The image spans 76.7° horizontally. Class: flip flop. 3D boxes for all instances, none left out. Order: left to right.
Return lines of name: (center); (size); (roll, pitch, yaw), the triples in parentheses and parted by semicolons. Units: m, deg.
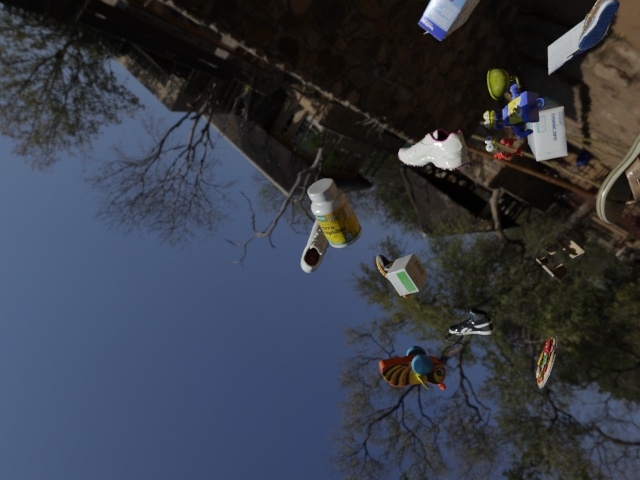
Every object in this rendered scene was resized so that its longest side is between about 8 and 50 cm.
flip flop: (0.735, -0.153, 0.922); (0.112, 0.277, 0.080); (-4, -142, -28)

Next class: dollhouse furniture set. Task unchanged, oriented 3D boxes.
dollhouse furniture set: (0.974, 0.058, 1.652); (0.123, 0.151, 0.144); (21, -150, -44)

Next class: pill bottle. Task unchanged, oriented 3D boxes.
pill bottle: (0.042, -0.088, 1.274); (0.208, 0.118, 0.117); (62, -177, -33)

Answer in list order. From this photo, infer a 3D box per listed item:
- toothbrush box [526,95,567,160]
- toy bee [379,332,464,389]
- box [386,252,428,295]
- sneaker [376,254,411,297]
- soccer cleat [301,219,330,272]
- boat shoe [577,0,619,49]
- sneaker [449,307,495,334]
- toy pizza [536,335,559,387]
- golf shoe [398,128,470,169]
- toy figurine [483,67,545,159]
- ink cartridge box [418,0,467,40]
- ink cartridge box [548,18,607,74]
toothbrush box: (1.015, -0.512, 1.831); (0.295, 0.126, 0.216); (-59, -45, -57)
toy bee: (0.363, 0.452, 1.389); (0.162, 0.298, 0.195); (70, -159, -6)
box: (0.308, 0.121, 1.432); (0.101, 0.087, 0.102); (54, -134, -11)
sneaker: (0.321, 0.135, 1.691); (0.215, 0.083, 0.084); (48, -153, 12)
soccer cleat: (0.000, 0.000, 1.953); (0.116, 0.331, 0.143); (20, 168, 0)
boat shoe: (0.866, -0.687, 1.267); (0.066, 0.066, 0.183); (-2, 159, 2)
sneaker: (0.708, 0.379, 1.921); (0.079, 0.217, 0.121); (-22, -83, -48)
toy pizza: (0.830, 0.444, 1.491); (0.032, 0.201, 0.201); (18, -166, 23)
golf shoe: (0.409, -0.343, 1.483); (0.115, 0.140, 0.306); (-29, -152, -29)
toy figurine: (0.764, -0.506, 1.517); (0.191, 0.362, 0.217); (0, 178, -18)
ink cartridge box: (0.611, -1.084, 1.799); (0.151, 0.395, 0.270); (41, -121, 7)
ink cartridge box: (1.065, -0.813, 1.686); (0.045, 0.223, 0.224); (33, -124, -18)
